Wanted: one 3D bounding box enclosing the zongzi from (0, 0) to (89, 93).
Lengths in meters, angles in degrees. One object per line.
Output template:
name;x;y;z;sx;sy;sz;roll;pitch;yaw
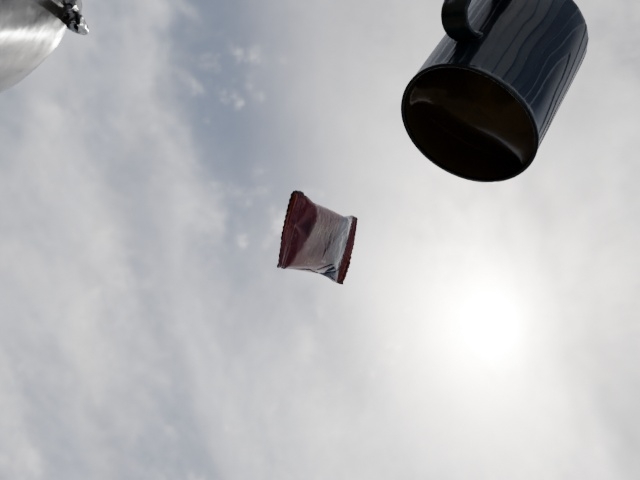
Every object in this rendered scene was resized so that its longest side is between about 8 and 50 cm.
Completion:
zongzi;-0.224;-0.094;0.515;0.208;0.403;0.432;-43;-118;10

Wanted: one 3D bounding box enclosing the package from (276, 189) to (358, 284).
package;0.000;0.000;1.167;0.022;0.200;0.083;15;-92;22

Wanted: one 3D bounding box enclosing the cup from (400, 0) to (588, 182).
cup;0.146;-0.145;0.842;0.113;0.138;0.150;25;-36;13
